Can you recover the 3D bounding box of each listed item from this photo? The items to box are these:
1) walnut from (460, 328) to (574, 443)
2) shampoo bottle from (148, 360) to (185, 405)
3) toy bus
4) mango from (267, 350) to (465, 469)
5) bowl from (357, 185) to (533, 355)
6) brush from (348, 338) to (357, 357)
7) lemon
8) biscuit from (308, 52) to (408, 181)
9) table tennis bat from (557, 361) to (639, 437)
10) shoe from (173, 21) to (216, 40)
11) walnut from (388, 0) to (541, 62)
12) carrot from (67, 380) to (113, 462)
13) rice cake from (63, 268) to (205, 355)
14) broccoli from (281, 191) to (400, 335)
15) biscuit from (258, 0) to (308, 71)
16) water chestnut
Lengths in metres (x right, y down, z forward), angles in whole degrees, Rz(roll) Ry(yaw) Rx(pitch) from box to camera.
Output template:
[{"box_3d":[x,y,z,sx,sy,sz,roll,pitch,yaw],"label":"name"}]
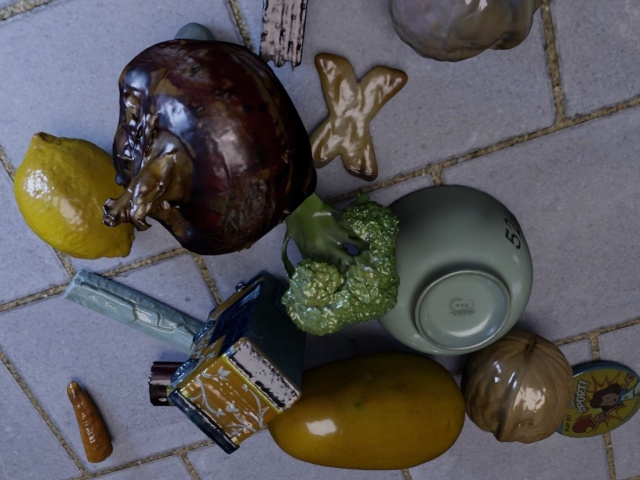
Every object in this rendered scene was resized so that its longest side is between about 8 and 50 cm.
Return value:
[{"box_3d":[0.408,0.310,1.189,0.225,0.225,0.260,0,120,-2],"label":"walnut"},{"box_3d":[-0.201,0.317,1.235,0.324,0.084,0.129,4,132,-5],"label":"shampoo bottle"},{"box_3d":[-0.134,0.205,1.051,0.194,0.323,0.162,-39,103,13],"label":"toy bus"},{"box_3d":[0.090,0.337,1.116,0.446,0.231,0.300,8,164,-41],"label":"mango"},{"box_3d":[0.250,0.088,1.088,0.354,0.185,0.353,-1,115,-2],"label":"bowl"},{"box_3d":[0.074,0.254,1.258,0.017,0.013,0.083,-6,114,3],"label":"brush"},{"box_3d":[-0.420,-0.071,0.987,0.188,0.188,0.256,-26,108,10],"label":"lemon"},{"box_3d":[0.049,-0.217,1.011,0.165,0.047,0.207,11,115,-8],"label":"biscuit"},{"box_3d":[0.592,0.379,1.324,0.330,0.044,0.215,-6,117,-1],"label":"table tennis bat"},{"box_3d":[-0.238,-0.267,0.960,0.079,0.078,0.195,26,116,-13],"label":"shoe"},{"box_3d":[0.215,-0.387,0.837,0.249,0.248,0.248,-1,116,-2],"label":"walnut"},{"box_3d":[-0.530,0.403,1.284,0.061,0.061,0.209,-9,112,2],"label":"carrot"},{"box_3d":[-0.354,0.159,1.169,0.337,0.063,0.066,27,122,-16],"label":"rice cake"},{"box_3d":[0.014,0.021,0.972,0.254,0.186,0.301,-6,112,41],"label":"broccoli"},{"box_3d":[-0.054,-0.395,0.889,0.070,0.106,0.251,5,116,-6],"label":"biscuit"},{"box_3d":[-0.188,-0.123,0.853,0.347,0.335,0.334,-33,122,-36],"label":"water chestnut"}]
